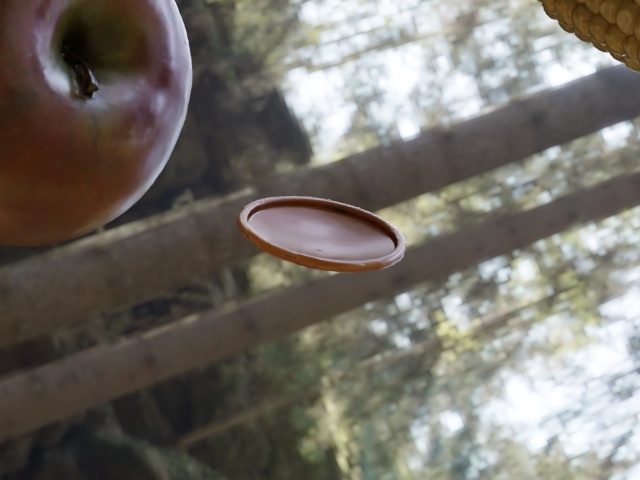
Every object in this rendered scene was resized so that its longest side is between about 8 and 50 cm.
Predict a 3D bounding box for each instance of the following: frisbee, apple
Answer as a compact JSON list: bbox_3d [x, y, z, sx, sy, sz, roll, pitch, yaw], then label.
[{"bbox_3d":[0.000,0.000,1.899,0.192,0.192,0.035,36,-58,48],"label":"frisbee"},{"bbox_3d":[-0.202,-0.104,1.061,0.230,0.230,0.230,41,-39,44],"label":"apple"}]

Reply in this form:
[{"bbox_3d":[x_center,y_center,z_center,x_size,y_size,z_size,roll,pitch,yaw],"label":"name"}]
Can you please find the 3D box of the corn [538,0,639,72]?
[{"bbox_3d":[0.262,-0.123,0.940,0.387,0.144,0.144,38,-40,36],"label":"corn"}]
